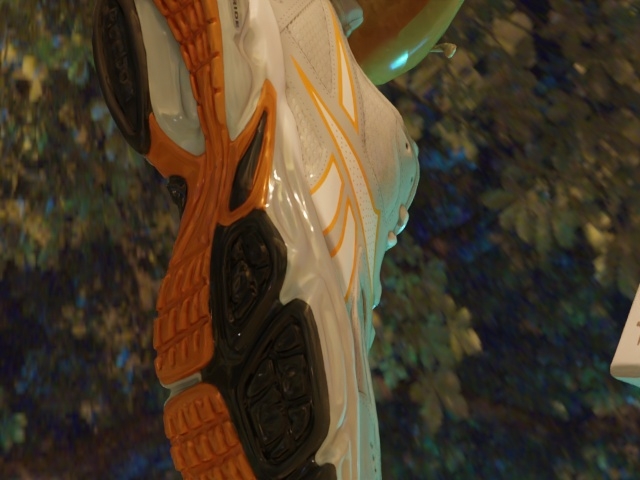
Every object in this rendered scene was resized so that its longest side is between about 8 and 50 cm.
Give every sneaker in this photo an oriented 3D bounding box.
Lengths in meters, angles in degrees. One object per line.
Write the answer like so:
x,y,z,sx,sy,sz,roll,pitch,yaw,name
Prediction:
0.000,0.000,0.666,0.121,0.099,0.262,0,-106,-41,sneaker

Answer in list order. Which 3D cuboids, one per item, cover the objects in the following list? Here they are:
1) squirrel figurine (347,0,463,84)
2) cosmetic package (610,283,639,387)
0.027,-0.274,0.873,0.281,0.370,0.397,7,-96,14,squirrel figurine
0.366,0.048,0.887,0.385,0.156,0.217,25,-102,-23,cosmetic package
